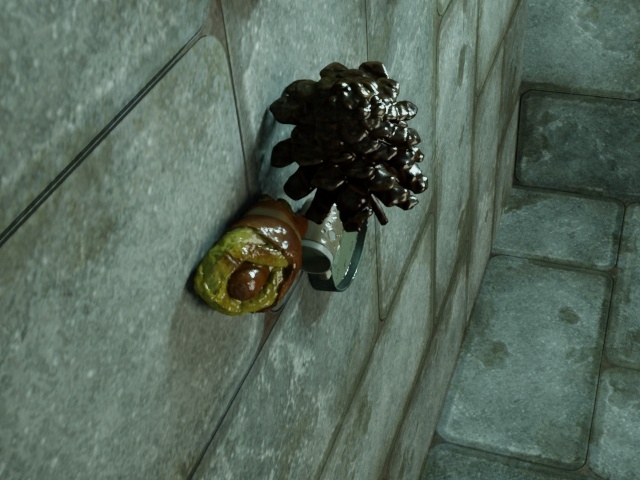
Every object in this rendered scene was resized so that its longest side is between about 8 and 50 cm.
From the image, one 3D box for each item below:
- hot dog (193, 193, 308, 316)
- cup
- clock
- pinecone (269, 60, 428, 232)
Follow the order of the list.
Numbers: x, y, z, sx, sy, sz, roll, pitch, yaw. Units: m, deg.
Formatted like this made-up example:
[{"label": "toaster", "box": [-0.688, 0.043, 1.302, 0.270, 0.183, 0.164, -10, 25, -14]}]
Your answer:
[{"label": "hot dog", "box": [-0.066, 0.019, 1.097, 0.261, 0.093, 0.123, -54, 150, -54]}, {"label": "cup", "box": [0.005, -0.002, 1.306, 0.102, 0.074, 0.099, 40, 52, -28]}, {"label": "clock", "box": [0.034, -0.018, 1.470, 0.215, 0.042, 0.215, 9, 90, -72]}, {"label": "pinecone", "box": [0.040, -0.116, 1.172, 0.201, 0.202, 0.229, 54, 36, -46]}]
